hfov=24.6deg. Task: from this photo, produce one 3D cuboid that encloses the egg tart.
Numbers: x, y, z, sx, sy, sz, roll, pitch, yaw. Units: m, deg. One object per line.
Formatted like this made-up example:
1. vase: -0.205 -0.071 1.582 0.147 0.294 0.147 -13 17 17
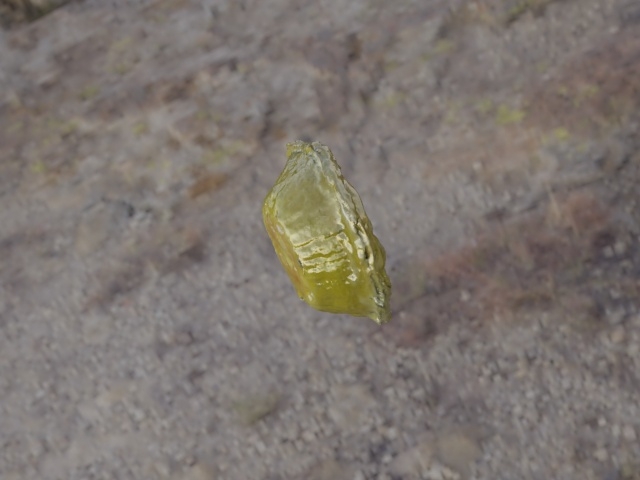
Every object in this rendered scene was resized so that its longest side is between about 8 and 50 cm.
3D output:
1. egg tart: 0.000 0.000 0.720 0.039 0.105 0.105 -26 33 -10
